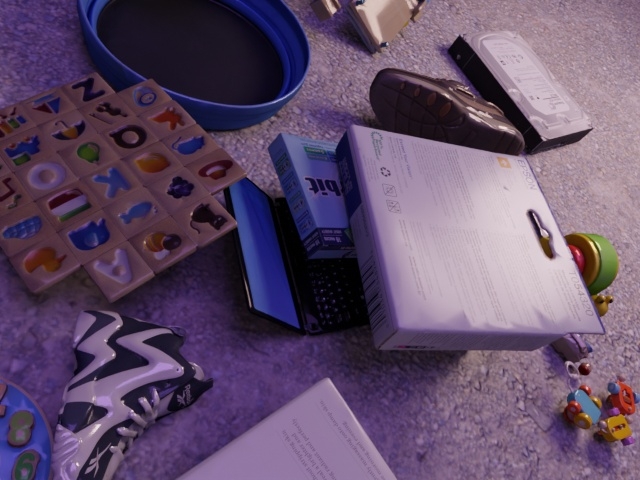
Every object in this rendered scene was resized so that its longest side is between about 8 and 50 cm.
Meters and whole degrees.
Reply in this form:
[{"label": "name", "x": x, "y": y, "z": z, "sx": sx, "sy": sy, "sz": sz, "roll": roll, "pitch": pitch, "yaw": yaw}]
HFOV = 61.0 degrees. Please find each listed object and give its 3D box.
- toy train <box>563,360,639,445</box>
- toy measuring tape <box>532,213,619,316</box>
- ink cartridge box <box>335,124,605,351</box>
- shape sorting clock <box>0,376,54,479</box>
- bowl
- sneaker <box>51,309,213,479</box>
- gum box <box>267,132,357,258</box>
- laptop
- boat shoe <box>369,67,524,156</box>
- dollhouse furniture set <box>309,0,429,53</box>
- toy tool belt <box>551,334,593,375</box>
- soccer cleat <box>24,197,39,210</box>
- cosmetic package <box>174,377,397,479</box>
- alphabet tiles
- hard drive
[{"label": "toy train", "x": 0.454, "y": 0.268, "z": 0.891, "sx": 0.166, "sy": 0.046, "sz": 0.125, "roll": 22, "pitch": 50, "yaw": -17}, {"label": "toy measuring tape", "x": 0.481, "y": -0.011, "z": 1.046, "sx": 0.121, "sy": 0.121, "sz": 0.330, "roll": 5, "pitch": 57, "yaw": -25}, {"label": "ink cartridge box", "x": 0.201, "y": -0.003, "z": 0.774, "sx": 0.330, "sy": 0.071, "sz": 0.324, "roll": 7, "pitch": 54, "yaw": -23}, {"label": "shape sorting clock", "x": -0.361, "y": 0.216, "z": 0.504, "sx": 0.206, "sy": 0.040, "sz": 0.206, "roll": 14, "pitch": 54, "yaw": -20}, {"label": "bowl", "x": -0.209, "y": -0.352, "z": 0.940, "sx": 0.391, "sy": 0.077, "sz": 0.391, "roll": 13, "pitch": 54, "yaw": -19}, {"label": "sneaker", "x": -0.189, "y": 0.183, "z": 0.575, "sx": 0.153, "sy": 0.094, "sz": 0.235, "roll": 4, "pitch": 44, "yaw": -17}, {"label": "gum box", "x": 0.020, "y": -0.063, "z": 0.794, "sx": 0.157, "sy": 0.041, "sz": 0.184, "roll": 0, "pitch": 59, "yaw": -43}, {"label": "laptop", "x": 0.000, "y": 0.000, "z": 0.769, "sx": 0.264, "sy": 0.136, "sz": 0.234, "roll": -7, "pitch": 63, "yaw": -17}, {"label": "boat shoe", "x": 0.245, "y": -0.251, "z": 1.091, "sx": 0.355, "sy": 0.132, "sz": 0.130, "roll": 21, "pitch": 41, "yaw": -25}, {"label": "dollhouse furniture set", "x": 0.045, "y": -0.523, "z": 1.196, "sx": 0.303, "sy": 0.198, "sz": 0.286, "roll": 47, "pitch": 67, "yaw": -32}, {"label": "toy tool belt", "x": 0.444, "y": 0.185, "z": 0.936, "sx": 0.051, "sy": 0.052, "sz": 0.083, "roll": -29, "pitch": 76, "yaw": -29}, {"label": "soccer cleat", "x": -0.289, "y": -0.023, "z": 0.696, "sx": 0.179, "sy": 0.060, "sz": 0.072, "roll": -11, "pitch": 74, "yaw": -26}, {"label": "cosmetic package", "x": -0.097, "y": 0.324, "z": 0.496, "sx": 0.385, "sy": 0.156, "sz": 0.217, "roll": -24, "pitch": 72, "yaw": -35}, {"label": "alphabet tiles", "x": -0.275, "y": -0.087, "z": 0.685, "sx": 0.285, "sy": 0.011, "sz": 0.342, "roll": -34, "pitch": 65, "yaw": -26}, {"label": "hard drive", "x": 0.491, "y": -0.372, "z": 1.327, "sx": 0.237, "sy": 0.064, "sz": 0.339, "roll": -17, "pitch": 69, "yaw": -34}]
